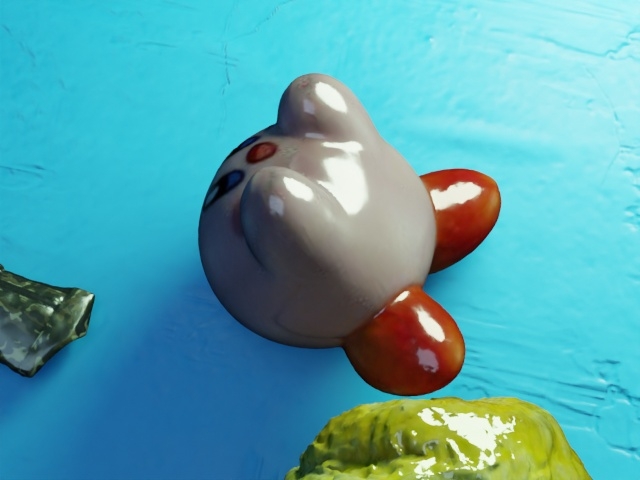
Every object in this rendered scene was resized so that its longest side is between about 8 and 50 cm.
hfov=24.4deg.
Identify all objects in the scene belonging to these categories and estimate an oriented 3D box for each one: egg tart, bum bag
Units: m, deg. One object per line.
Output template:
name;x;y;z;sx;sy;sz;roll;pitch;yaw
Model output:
egg tart;0.095;0.213;1.286;0.351;0.339;0.153;3;84;-33
bum bag;-0.354;0.062;1.479;0.248;0.069;0.102;16;45;8

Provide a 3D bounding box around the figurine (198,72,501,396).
figurine;0.002;0.006;1.402;0.261;0.211;0.270;37;47;-23
